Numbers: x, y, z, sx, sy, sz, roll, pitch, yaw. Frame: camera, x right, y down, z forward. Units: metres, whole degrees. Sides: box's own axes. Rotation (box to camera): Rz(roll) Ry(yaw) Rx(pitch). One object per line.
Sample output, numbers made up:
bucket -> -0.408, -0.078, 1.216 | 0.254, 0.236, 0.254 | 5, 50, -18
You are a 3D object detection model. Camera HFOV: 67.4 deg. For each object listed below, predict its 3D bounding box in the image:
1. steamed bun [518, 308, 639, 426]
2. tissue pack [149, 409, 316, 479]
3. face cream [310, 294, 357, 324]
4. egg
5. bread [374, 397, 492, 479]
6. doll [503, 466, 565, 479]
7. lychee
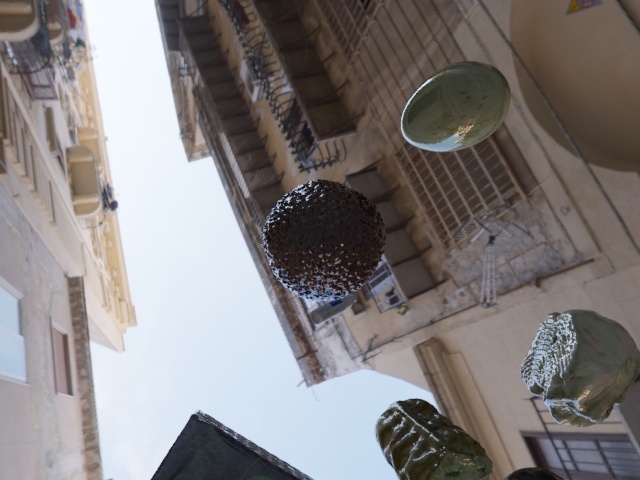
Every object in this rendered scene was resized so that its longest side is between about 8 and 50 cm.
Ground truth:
steamed bun -> 0.632, 0.305, 1.153 | 0.206, 0.320, 0.275 | 16, -87, 6
tissue pack -> -0.125, 0.514, 0.806 | 0.394, 0.124, 0.288 | 30, -104, 2
face cream -> 0.033, 0.149, 1.065 | 0.130, 0.034, 0.034 | -19, -105, -44
egg -> 0.305, -0.301, 1.103 | 0.188, 0.254, 0.188 | 38, -140, -42
bread -> 0.198, 0.393, 0.910 | 0.152, 0.268, 0.129 | -9, -85, -14
doll -> 0.213, 0.310, 0.403 | 0.234, 0.144, 0.135 | -42, -54, -44
lychee -> 0.003, -0.003, 0.721 | 0.194, 0.194, 0.194 | 6, -112, -14
